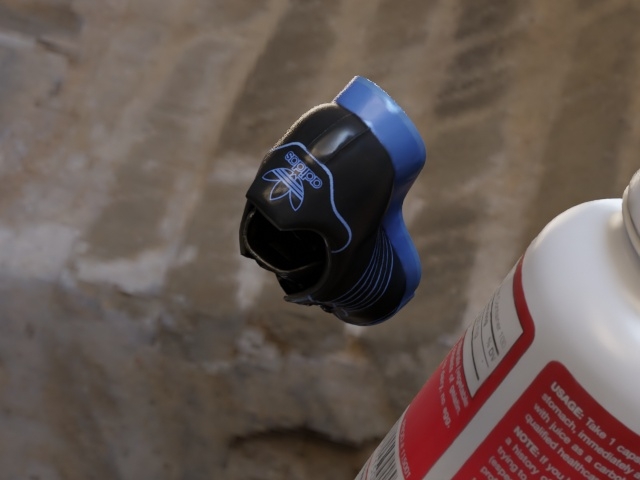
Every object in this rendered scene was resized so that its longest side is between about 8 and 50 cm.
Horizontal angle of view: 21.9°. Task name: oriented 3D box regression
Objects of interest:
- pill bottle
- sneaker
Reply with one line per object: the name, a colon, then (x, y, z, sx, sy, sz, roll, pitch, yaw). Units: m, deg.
pill bottle: (0.201, 0.122, 1.171, 0.408, 0.229, 0.229, -57, -169, 35)
sneaker: (0.000, 0.000, 0.898, 0.090, 0.081, 0.232, -39, 159, -16)
